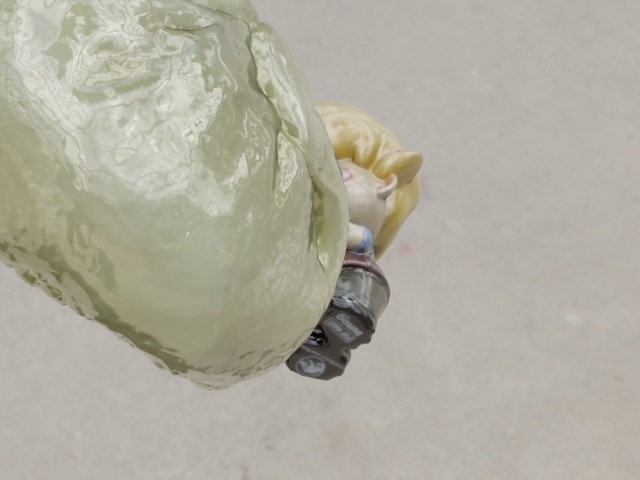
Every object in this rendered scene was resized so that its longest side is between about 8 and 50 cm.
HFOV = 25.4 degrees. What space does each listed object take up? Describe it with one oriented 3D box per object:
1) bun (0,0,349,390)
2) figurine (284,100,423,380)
[{"bbox_3d":[-0.089,-0.051,0.641,0.259,0.160,0.259,38,0,0],"label":"bun"},{"bbox_3d":[0.000,0.000,0.849,0.108,0.114,0.196,24,36,-11],"label":"figurine"}]
